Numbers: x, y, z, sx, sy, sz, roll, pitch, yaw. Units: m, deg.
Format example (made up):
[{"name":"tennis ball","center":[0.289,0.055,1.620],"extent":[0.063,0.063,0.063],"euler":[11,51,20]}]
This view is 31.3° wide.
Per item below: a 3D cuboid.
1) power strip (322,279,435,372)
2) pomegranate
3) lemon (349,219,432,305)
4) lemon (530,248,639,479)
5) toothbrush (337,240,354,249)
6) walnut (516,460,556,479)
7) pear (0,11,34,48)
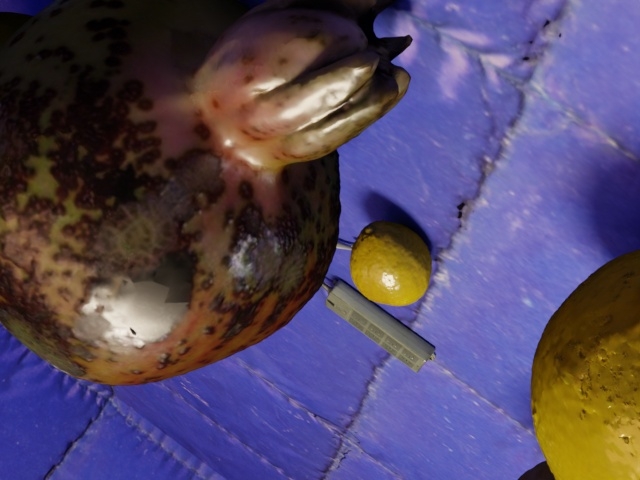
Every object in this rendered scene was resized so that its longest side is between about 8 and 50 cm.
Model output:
[{"name":"power strip","center":[0.051,0.080,1.109],"extent":[0.136,0.019,0.051],"euler":[36,162,5]},{"name":"pomegranate","center":[-0.081,-0.055,0.739],"extent":[0.341,0.285,0.285],"euler":[-24,118,42]},{"name":"lemon","center":[0.057,0.021,0.910],"extent":[0.065,0.065,0.092],"euler":[20,148,40]},{"name":"lemon","center":[0.206,0.086,0.650],"extent":[0.174,0.173,0.206],"euler":[28,158,25]},{"name":"toothbrush","center":[0.000,0.000,1.036],"extent":[0.013,0.011,0.131],"euler":[37,164,-36]},{"name":"walnut","center":[0.256,0.284,0.932],"extent":[0.261,0.225,0.225],"euler":[17,151,54]},{"name":"pear","center":[-0.251,-0.059,0.999],"extent":[0.253,0.252,0.307],"euler":[24,168,33]}]
